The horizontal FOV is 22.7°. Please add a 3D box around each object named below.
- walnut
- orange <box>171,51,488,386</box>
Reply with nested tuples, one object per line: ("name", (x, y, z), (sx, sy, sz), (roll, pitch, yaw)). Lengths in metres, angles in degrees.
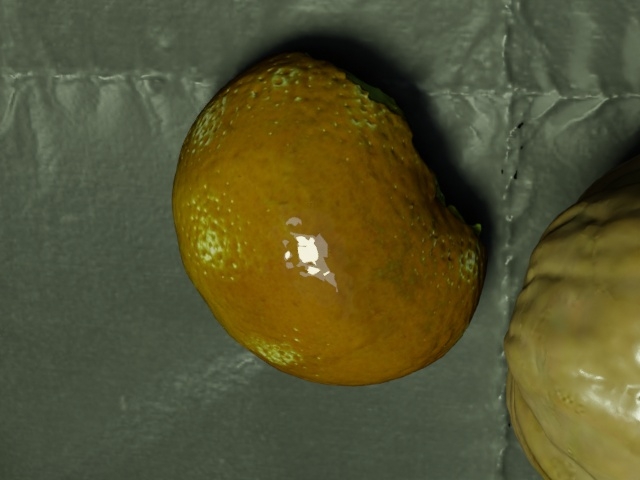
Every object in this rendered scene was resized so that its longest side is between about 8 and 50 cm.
("walnut", (0.253, 0.072, 0.983), (0.285, 0.285, 0.296), (11, 160, 6))
("orange", (-0.003, 0.001, 1.066), (0.179, 0.158, 0.237), (-15, 115, 37))
